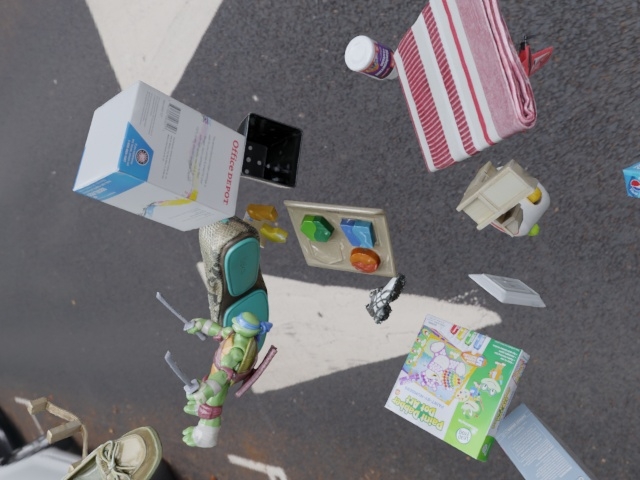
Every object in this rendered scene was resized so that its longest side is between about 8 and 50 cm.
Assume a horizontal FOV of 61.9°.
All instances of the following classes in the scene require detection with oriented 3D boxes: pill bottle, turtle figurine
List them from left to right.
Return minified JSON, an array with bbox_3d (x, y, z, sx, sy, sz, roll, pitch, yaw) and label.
[{"bbox_3d":[-0.239,0.246,1.030,0.198,0.275,0.266,32,113,39],"label":"turtle figurine"},{"bbox_3d":[0.177,-0.577,1.712,0.108,0.194,0.108,1,92,41],"label":"pill bottle"}]

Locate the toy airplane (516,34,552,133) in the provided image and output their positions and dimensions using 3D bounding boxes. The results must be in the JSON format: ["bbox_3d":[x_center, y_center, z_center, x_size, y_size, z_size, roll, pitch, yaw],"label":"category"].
[{"bbox_3d":[0.301,-0.232,0.800,0.028,0.151,0.151,25,127,38],"label":"toy airplane"}]

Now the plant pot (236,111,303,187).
[{"bbox_3d":[-0.184,-0.260,1.642,0.167,0.188,0.188,-5,76,56],"label":"plant pot"}]

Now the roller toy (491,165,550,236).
[{"bbox_3d":[0.563,-0.121,1.572,0.191,0.146,0.209,35,174,41],"label":"roller toy"}]

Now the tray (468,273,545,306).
[{"bbox_3d":[0.593,0.150,1.673,0.145,0.271,0.030,44,115,44],"label":"tray"}]

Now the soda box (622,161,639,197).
[{"bbox_3d":[0.796,-0.166,1.203,0.067,0.210,0.071,68,170,-18],"label":"soda box"}]

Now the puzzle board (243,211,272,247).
[{"bbox_3d":[-0.214,-0.043,1.765,0.096,0.128,0.011,30,134,-19],"label":"puzzle board"}]

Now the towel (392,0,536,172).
[{"bbox_3d":[0.203,-0.243,0.818,0.329,0.037,0.236,161,93,-80],"label":"towel"}]

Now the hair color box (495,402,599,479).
[{"bbox_3d":[0.545,0.544,1.143,0.185,0.113,0.374,42,-173,-25],"label":"hair color box"}]

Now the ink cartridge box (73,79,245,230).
[{"bbox_3d":[-0.284,-0.139,0.974,0.168,0.233,0.171,-12,64,42],"label":"ink cartridge box"}]

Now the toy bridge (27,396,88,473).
[{"bbox_3d":[-0.479,0.357,1.002,0.188,0.063,0.026,36,118,30],"label":"toy bridge"}]

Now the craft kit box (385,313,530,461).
[{"bbox_3d":[0.300,0.318,1.199,0.250,0.061,0.246,17,79,45],"label":"craft kit box"}]

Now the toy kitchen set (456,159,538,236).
[{"bbox_3d":[0.196,-0.049,0.534,0.068,0.083,0.075,42,138,-2],"label":"toy kitchen set"}]

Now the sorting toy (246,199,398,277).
[{"bbox_3d":[0.000,0.000,1.126,0.308,0.041,0.229,7,144,23],"label":"sorting toy"}]

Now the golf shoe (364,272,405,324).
[{"bbox_3d":[0.197,0.171,1.694,0.094,0.077,0.198,41,122,28],"label":"golf shoe"}]

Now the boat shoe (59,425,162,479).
[{"bbox_3d":[-0.228,0.244,0.549,0.153,0.048,0.056,-33,70,14],"label":"boat shoe"}]

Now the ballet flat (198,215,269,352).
[{"bbox_3d":[-0.227,0.109,1.360,0.182,0.164,0.482,41,146,33],"label":"ballet flat"}]
